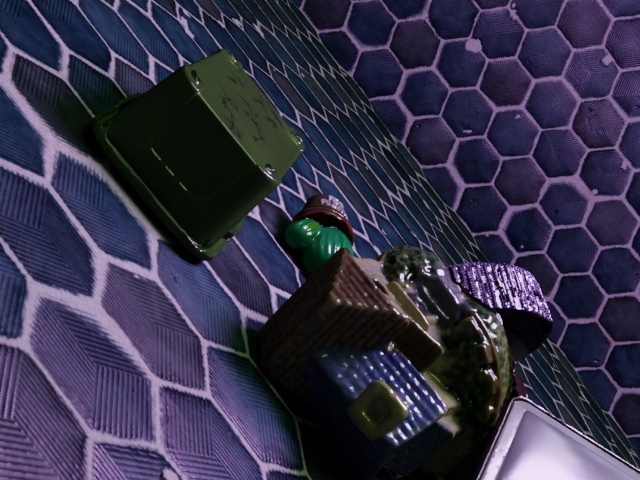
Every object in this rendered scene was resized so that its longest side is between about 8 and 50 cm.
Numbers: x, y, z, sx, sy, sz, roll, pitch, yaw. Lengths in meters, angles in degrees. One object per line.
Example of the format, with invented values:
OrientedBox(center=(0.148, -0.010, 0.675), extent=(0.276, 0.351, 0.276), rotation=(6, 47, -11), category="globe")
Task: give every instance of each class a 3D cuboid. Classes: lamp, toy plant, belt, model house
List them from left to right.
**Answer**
OrientedBox(center=(0.000, 0.000, 1.783), extent=(0.143, 0.105, 0.200), rotation=(36, 32, -24), category="toy plant")
OrientedBox(center=(0.091, 0.156, 1.386), extent=(0.321, 0.261, 0.266), rotation=(50, 15, 21), category="model house")
OrientedBox(center=(0.210, 0.140, 1.652), extent=(0.260, 0.324, 0.122), rotation=(76, 2, -57), category="belt")
OrientedBox(center=(0.325, 0.341, 1.290), extent=(0.266, 0.047, 0.269), rotation=(31, 31, 10), category="lamp")

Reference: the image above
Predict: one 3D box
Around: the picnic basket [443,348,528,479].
OrientedBox(center=(0.253, 0.319, 1.578), extent=(0.222, 0.129, 0.297), rotation=(-100, 179, -59), category="picnic basket")

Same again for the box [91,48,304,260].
OrientedBox(center=(-0.161, -0.145, 1.474), extent=(0.253, 0.178, 0.329), rotation=(49, 15, -9), category="box")

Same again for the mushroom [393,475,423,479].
OrientedBox(center=(0.267, 0.420, 1.372), extent=(0.233, 0.208, 0.302), rotation=(16, 41, -40), category="mushroom")
